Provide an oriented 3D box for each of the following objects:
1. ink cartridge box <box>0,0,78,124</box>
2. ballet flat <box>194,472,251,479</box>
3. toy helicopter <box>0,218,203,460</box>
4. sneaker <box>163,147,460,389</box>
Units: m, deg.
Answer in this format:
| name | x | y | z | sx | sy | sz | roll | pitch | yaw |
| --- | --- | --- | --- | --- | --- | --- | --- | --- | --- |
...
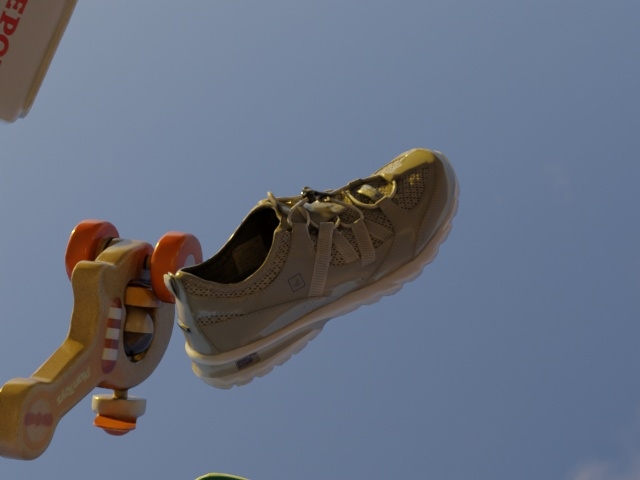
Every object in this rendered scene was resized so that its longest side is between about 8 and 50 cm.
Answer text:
| name | x | y | z | sx | sy | sz | roll | pitch | yaw |
| --- | --- | --- | --- | --- | --- | --- | --- | --- | --- |
| ink cartridge box | -0.294 | -0.221 | 0.873 | 0.283 | 0.117 | 0.207 | 23 | -92 | -17 |
| ballet flat | -0.007 | 0.261 | 1.058 | 0.231 | 0.077 | 0.077 | 23 | -116 | 10 |
| toy helicopter | -0.253 | 0.140 | 1.458 | 0.140 | 0.235 | 0.355 | 8 | -153 | 19 |
| sneaker | 0.000 | 0.000 | 1.078 | 0.281 | 0.115 | 0.105 | -38 | -147 | -22 |
